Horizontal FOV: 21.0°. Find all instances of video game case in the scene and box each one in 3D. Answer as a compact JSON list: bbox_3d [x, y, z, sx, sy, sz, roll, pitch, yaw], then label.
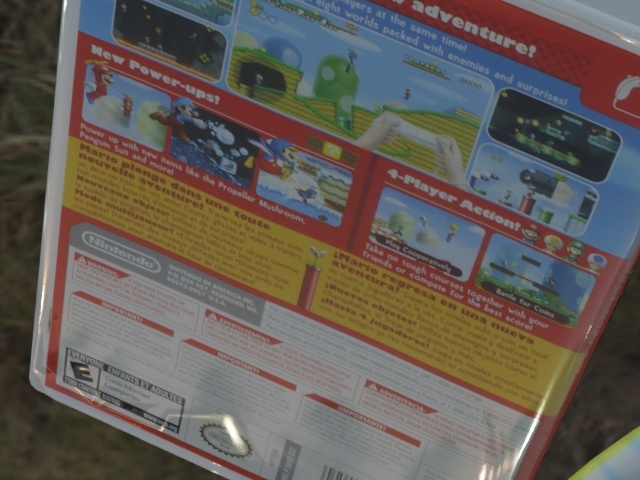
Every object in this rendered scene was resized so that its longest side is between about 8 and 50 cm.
[{"bbox_3d":[0.000,0.000,0.600,0.204,0.025,0.285,24,138,8],"label":"video game case"}]

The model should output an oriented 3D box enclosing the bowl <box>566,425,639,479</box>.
[{"bbox_3d":[0.149,0.172,0.357,0.290,0.156,0.289,-3,72,9],"label":"bowl"}]
